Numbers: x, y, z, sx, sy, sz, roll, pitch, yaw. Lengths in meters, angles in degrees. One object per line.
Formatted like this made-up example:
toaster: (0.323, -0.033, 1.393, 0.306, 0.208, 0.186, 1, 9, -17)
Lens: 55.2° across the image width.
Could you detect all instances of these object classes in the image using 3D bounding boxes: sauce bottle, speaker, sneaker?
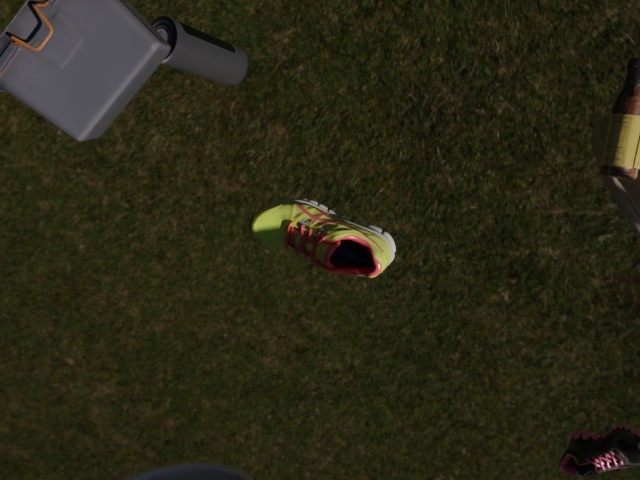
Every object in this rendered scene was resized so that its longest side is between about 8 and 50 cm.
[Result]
sauce bottle: (0.338, -0.132, 0.668, 0.042, 0.042, 0.128, 11, 95, 5)
speaker: (-0.153, -0.236, 0.775, 0.055, 0.136, 0.055, 0, 89, 32)
sneaker: (0.000, 0.000, 0.836, 0.208, 0.094, 0.082, 12, 112, 5)
sneaker: (0.300, 0.231, 0.650, 0.047, 0.057, 0.119, 52, 152, 8)

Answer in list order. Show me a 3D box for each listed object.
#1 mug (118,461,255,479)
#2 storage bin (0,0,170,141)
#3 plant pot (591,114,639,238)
mug: (-0.152, 0.498, 0.732, 0.374, 0.276, 0.328, 0, 101, 52)
storage bin: (-0.193, -0.150, 0.497, 0.091, 0.098, 0.135, 40, 99, -10)
plant pot: (0.555, -0.106, 0.706, 0.333, 0.334, 0.305, 36, 132, -13)
